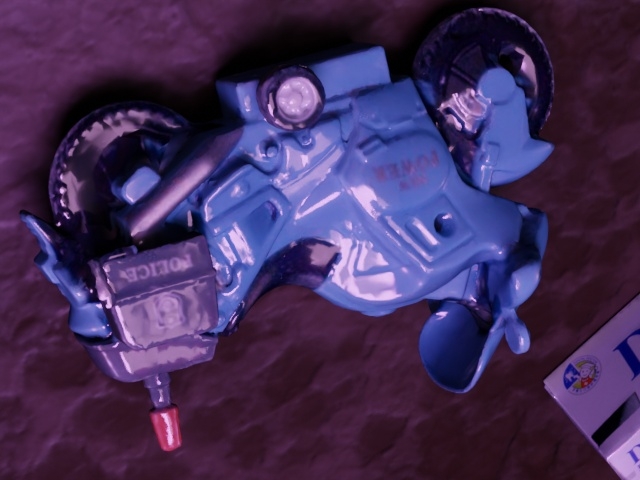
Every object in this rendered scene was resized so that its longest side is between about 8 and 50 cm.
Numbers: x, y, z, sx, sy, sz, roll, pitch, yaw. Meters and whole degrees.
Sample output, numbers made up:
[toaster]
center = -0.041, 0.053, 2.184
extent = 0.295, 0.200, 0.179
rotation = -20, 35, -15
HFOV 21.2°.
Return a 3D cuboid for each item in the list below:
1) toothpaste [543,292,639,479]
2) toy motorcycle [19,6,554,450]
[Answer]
[toothpaste]
center = 0.281, 0.007, 0.961
extent = 0.336, 0.081, 0.067
rotation = -42, 126, 4
[toy motorcycle]
center = 0.000, 0.000, 0.818
extent = 0.272, 0.123, 0.182
rotation = -16, 103, -17
